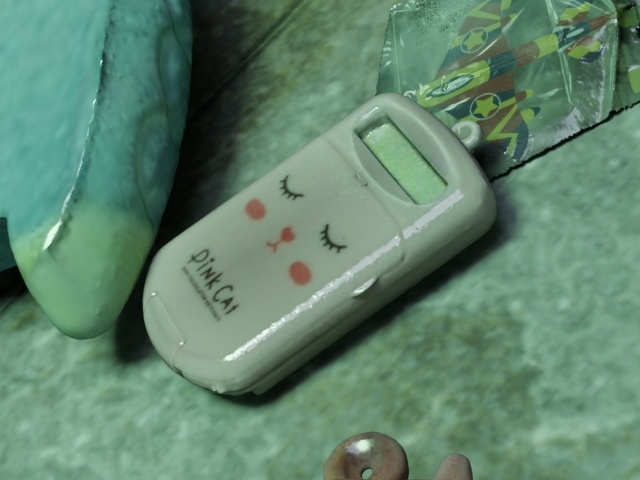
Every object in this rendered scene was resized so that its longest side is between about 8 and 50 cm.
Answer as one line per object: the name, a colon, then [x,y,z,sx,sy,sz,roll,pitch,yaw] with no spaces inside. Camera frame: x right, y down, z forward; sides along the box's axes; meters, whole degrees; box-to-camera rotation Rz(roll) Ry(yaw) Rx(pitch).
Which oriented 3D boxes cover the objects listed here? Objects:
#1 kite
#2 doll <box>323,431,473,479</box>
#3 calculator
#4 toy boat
kite: [0.135,-0.099,0.830,0.245,0.015,0.141,-19,50,16]
doll: [0.026,0.168,0.598,0.211,0.093,0.262,-23,44,5]
calculator: [0.000,0.000,0.801,0.175,0.032,0.100,-36,43,-2]
toy boat: [-0.152,-0.071,0.918,0.215,0.123,0.330,-23,53,24]
